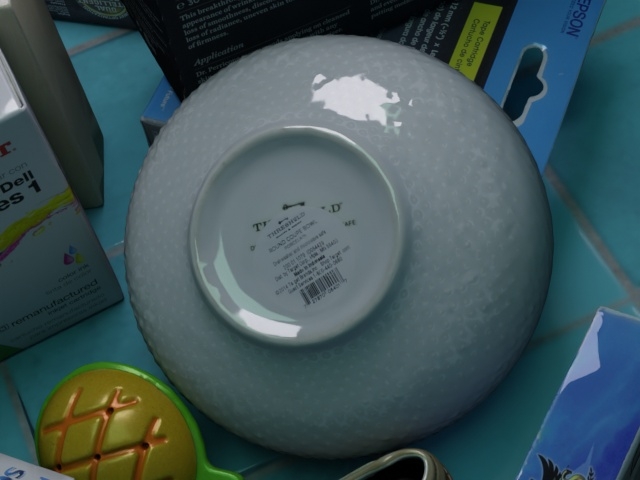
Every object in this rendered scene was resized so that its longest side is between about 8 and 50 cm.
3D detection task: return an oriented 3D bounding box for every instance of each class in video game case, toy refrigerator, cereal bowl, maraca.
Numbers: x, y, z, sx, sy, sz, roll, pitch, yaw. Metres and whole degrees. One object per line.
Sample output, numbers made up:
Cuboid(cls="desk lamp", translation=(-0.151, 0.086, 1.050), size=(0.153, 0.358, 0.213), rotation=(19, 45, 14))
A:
Cuboid(cls="video game case", translation=(0.149, 0.215, 0.845), size=(0.061, 0.244, 0.269), rotation=(22, 63, 22))
Cuboid(cls="toy refrigerator", translation=(-0.269, -0.134, 1.113), size=(0.102, 0.269, 0.094), rotation=(-9, 57, 4))
Cuboid(cls="cereal bowl", translation=(0.000, 0.000, 0.985), size=(0.339, 0.141, 0.339), rotation=(-2, 84, 15))
Cuboid(cls="maraca", translation=(-0.140, 0.176, 1.001), size=(0.186, 0.099, 0.127), rotation=(42, 99, 11))

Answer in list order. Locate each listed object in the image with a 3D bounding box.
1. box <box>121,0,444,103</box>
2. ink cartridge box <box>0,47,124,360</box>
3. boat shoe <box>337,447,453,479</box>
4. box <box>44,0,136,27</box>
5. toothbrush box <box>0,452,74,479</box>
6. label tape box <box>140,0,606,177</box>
Cuboid(cls="box", translation=(-0.015, -0.324, 1.042), size=(0.343, 0.312, 0.179), rotation=(-24, 56, -10))
Cuboid(cls="ink cartridge box", translation=(-0.299, -0.018, 1.039), size=(0.201, 0.278, 0.117), rotation=(-27, 57, -9))
Cuboid(cls="boat shoe", translation=(-0.029, 0.254, 0.929), size=(0.302, 0.103, 0.113), rotation=(-42, 64, -16))
Cuboid(cls="box", translation=(-0.240, -0.380, 1.371), size=(0.395, 0.097, 0.318), rotation=(8, 57, 13))
Cuboid(cls="toothbrush box", translation=(-0.358, 0.221, 0.925), size=(0.295, 0.126, 0.216), rotation=(14, 19, 16))
Cuboid(cls="label tape box", translation=(0.051, -0.135, 1.164), size=(0.348, 0.115, 0.249), rotation=(15, 60, 15))
